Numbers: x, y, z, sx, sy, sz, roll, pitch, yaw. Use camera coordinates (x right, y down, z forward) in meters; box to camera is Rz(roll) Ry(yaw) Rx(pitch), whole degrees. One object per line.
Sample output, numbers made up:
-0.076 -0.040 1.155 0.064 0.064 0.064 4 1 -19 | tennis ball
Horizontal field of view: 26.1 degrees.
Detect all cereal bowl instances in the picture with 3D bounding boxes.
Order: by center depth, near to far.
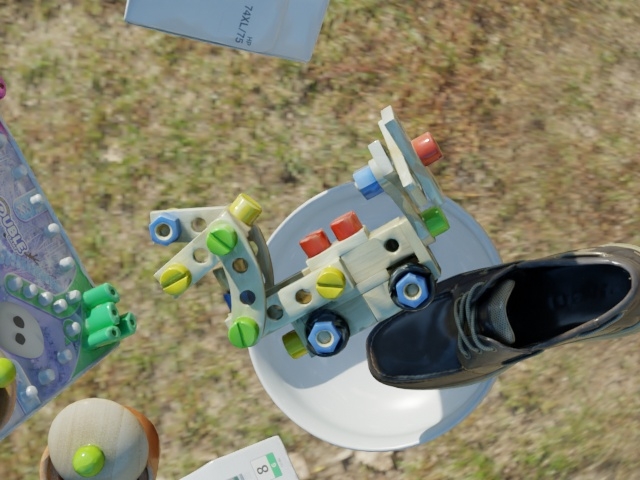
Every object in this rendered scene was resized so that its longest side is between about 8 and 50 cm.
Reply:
0.083 0.094 1.753 0.339 0.141 0.339 -1 88 15 | cereal bowl

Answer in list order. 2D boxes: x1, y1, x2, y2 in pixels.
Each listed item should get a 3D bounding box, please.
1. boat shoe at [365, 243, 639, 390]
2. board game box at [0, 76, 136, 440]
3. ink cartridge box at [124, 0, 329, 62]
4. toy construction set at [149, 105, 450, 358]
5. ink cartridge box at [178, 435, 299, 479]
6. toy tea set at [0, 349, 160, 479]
0.204 0.076 1.549 0.355 0.130 0.132 -21 73 18 | boat shoe
-0.377 0.006 1.430 0.050 0.390 0.390 -24 99 28 | board game box
-0.080 -0.351 1.421 0.197 0.270 0.198 11 129 -11 | ink cartridge box
0.000 0.000 1.384 0.327 0.151 0.215 -27 97 25 | toy construction set
-0.113 0.342 1.541 0.181 0.224 0.056 65 159 16 | ink cartridge box
-0.267 0.178 0.893 0.336 0.124 0.200 -33 98 13 | toy tea set
